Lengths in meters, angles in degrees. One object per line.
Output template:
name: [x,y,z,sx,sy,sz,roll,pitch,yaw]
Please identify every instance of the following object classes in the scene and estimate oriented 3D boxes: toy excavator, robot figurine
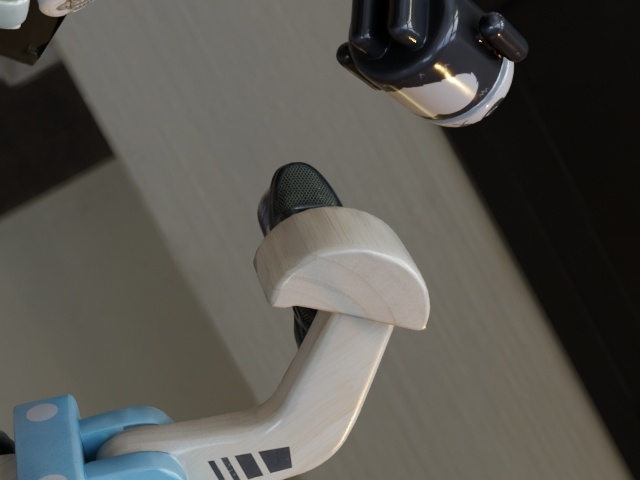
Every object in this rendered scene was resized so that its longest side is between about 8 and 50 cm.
toy excavator: [-0.122,0.207,1.295,0.445,0.433,0.222,-12,-153,-9]
robot figurine: [0.147,-0.259,2.142,0.173,0.209,0.278,-54,142,5]

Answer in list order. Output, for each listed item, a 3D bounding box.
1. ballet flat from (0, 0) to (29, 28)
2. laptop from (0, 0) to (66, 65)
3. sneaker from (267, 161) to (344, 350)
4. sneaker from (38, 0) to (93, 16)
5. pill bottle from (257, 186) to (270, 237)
ballet flat: [-0.232,-0.237,1.238,0.342,0.124,0.116,-33,167,-31]
laptop: [-0.382,-0.452,1.808,0.408,0.236,0.382,-57,168,6]
sneaker: [0.000,0.000,1.575,0.087,0.227,0.130,-2,149,-10]
sneaker: [-0.176,-0.304,1.419,0.232,0.115,0.090,-33,178,-17]
pill bottle: [-0.018,-0.002,1.922,0.094,0.094,0.169,-28,-150,2]
